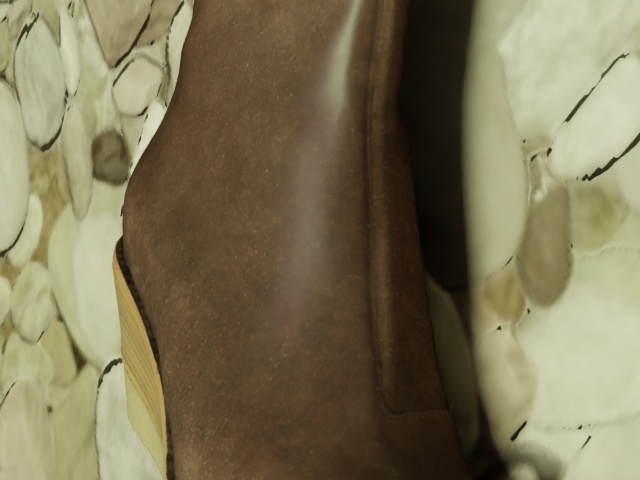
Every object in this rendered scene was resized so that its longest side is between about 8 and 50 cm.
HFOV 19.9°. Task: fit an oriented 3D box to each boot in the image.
[{"bbox_3d":[0.000,0.000,0.575,0.248,0.090,0.206,33,116,57],"label":"boot"}]
